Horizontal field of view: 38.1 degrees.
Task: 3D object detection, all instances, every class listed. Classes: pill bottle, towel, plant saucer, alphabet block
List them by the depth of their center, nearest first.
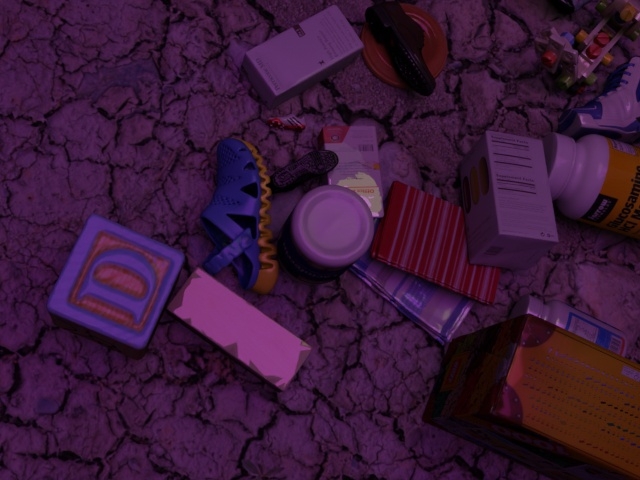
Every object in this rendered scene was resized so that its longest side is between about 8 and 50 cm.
[{"bbox_3d":[-0.371,0.091,1.692,0.192,0.197,0.193,26,73,-6],"label":"alphabet block"},{"bbox_3d":[0.000,0.000,1.760,0.153,0.264,0.153,3,76,-10],"label":"pill bottle"},{"bbox_3d":[0.501,0.196,1.898,0.222,0.124,0.124,26,73,-5],"label":"pill bottle"},{"bbox_3d":[0.247,0.005,1.903,0.275,0.031,0.198,23,60,-10],"label":"towel"},{"bbox_3d":[0.205,0.052,1.914,0.285,0.034,0.209,38,71,-1],"label":"towel"},{"bbox_3d":[0.622,-0.115,1.964,0.334,0.188,0.187,16,74,-8],"label":"pill bottle"},{"bbox_3d":[0.186,-0.430,2.022,0.200,0.037,0.199,3,77,-12],"label":"plant saucer"}]

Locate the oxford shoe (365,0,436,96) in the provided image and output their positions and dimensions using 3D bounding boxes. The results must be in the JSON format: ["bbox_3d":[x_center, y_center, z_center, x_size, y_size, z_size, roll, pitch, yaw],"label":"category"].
[{"bbox_3d":[0.192,-0.412,1.957,0.096,0.083,0.227,-26,85,-21],"label":"oxford shoe"}]

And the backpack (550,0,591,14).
[{"bbox_3d":[0.545,-0.602,2.085,0.115,0.152,0.182,-36,102,8],"label":"backpack"}]

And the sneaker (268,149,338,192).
[{"bbox_3d":[-0.050,-0.133,1.864,0.170,0.089,0.051,-23,88,-10],"label":"sneaker"}]

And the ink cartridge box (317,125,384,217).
[{"bbox_3d":[0.062,-0.132,1.906,0.115,0.067,0.198,-2,75,-12],"label":"ink cartridge box"}]

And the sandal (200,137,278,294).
[{"bbox_3d":[-0.169,-0.050,1.796,0.138,0.126,0.317,-1,74,-28],"label":"sandal"}]

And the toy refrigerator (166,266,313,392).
[{"bbox_3d":[-0.157,0.173,1.776,0.270,0.094,0.102,35,76,-1],"label":"toy refrigerator"}]

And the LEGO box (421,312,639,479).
[{"bbox_3d":[0.497,0.343,1.732,0.500,0.372,0.193,25,73,-5],"label":"LEGO box"}]

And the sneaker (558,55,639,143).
[{"bbox_3d":[0.659,-0.309,2.062,0.316,0.127,0.182,-6,75,-21],"label":"sneaker"}]

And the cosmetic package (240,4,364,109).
[{"bbox_3d":[-0.038,-0.384,1.937,0.231,0.085,0.117,-34,85,-19],"label":"cosmetic package"}]

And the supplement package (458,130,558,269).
[{"bbox_3d":[0.380,-0.081,1.898,0.134,0.139,0.244,7,60,-16],"label":"supplement package"}]

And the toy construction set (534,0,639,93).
[{"bbox_3d":[0.603,-0.439,2.022,0.328,0.215,0.151,-33,85,-17],"label":"toy construction set"}]

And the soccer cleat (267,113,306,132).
[{"bbox_3d":[-0.070,-0.249,1.928,0.083,0.029,0.035,7,67,-14],"label":"soccer cleat"}]
